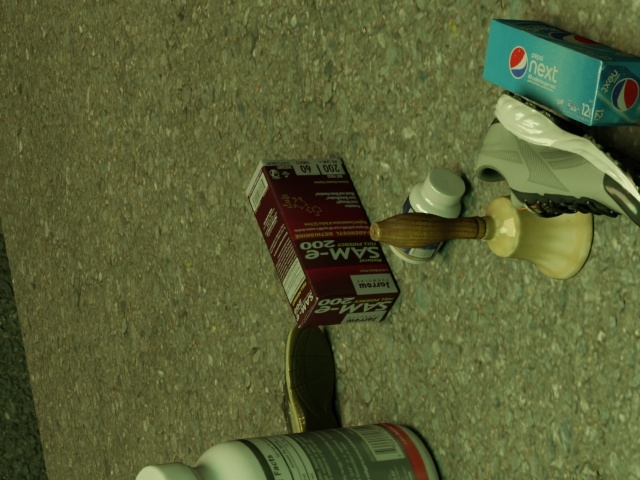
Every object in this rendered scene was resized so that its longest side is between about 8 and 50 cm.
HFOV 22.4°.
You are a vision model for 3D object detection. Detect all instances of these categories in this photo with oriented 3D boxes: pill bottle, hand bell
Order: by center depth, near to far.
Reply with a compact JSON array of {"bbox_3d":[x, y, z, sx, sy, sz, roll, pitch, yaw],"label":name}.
[{"bbox_3d":[0.162,-0.012,1.761,0.126,0.242,0.126,12,104,61],"label":"hand bell"},{"bbox_3d":[0.133,-0.032,2.000,0.067,0.067,0.120,66,146,34],"label":"pill bottle"},{"bbox_3d":[-0.044,0.351,2.057,0.210,0.363,0.210,11,103,62],"label":"pill bottle"}]

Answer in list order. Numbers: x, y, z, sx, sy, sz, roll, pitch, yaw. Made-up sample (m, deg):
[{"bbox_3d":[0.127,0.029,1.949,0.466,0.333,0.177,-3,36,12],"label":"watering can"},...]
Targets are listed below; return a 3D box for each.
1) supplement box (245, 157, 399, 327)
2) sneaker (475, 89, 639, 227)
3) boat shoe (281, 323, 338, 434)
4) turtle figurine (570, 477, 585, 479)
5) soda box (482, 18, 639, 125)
[{"bbox_3d":[0.000,0.000,2.188,0.073,0.130,0.239,-60,43,45],"label":"supplement box"},{"bbox_3d":[0.263,-0.060,1.677,0.271,0.100,0.108,36,100,50],"label":"sneaker"},{"bbox_3d":[-0.023,0.229,2.309,0.073,0.080,0.223,-14,85,57],"label":"boat shoe"},{"bbox_3d":[0.323,0.282,1.658,0.217,0.087,0.269,-25,48,64],"label":"turtle figurine"},{"bbox_3d":[0.261,-0.183,1.743,0.210,0.067,0.071,35,122,56],"label":"soda box"}]
